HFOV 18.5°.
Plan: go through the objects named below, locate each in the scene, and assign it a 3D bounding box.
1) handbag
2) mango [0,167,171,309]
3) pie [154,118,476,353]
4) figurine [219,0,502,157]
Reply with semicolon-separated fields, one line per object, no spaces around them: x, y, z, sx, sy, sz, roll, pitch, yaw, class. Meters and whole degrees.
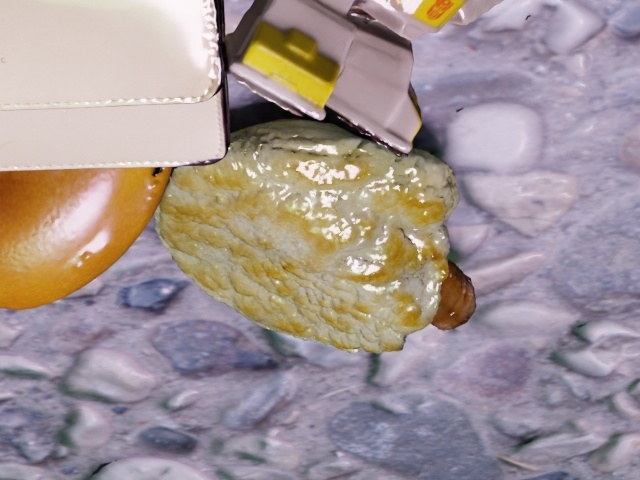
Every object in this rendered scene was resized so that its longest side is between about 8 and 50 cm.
-0.243;-0.162;1.330;0.358;0.160;0.237;-2;141;-1;handbag
-0.211;-0.045;1.510;0.236;0.136;0.166;-44;85;19;mango
-0.009;-0.002;1.618;0.257;0.105;0.274;1;145;11;pie
0.054;-0.207;1.234;0.143;0.308;0.308;30;150;20;figurine
